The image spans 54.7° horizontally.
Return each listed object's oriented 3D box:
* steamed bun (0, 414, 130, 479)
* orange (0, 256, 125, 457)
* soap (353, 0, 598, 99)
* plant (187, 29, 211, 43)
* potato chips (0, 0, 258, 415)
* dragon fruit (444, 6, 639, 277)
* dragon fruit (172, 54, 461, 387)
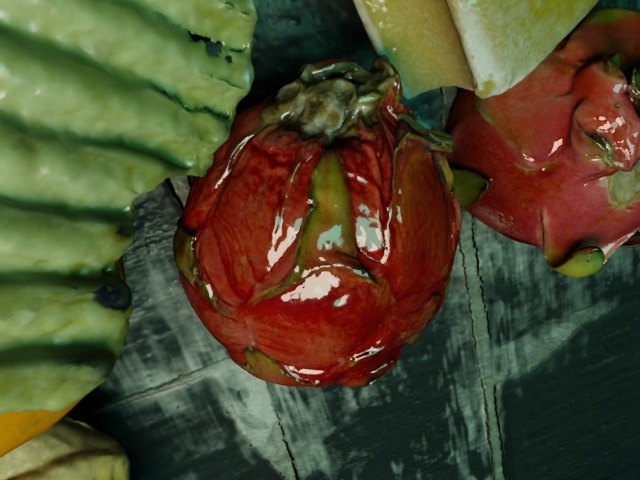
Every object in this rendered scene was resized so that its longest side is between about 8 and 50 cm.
[{"bbox_3d":[-0.347,0.327,0.644,0.324,0.230,0.372,-9,140,5],"label":"steamed bun"},{"bbox_3d":[-0.316,0.036,0.501,0.312,0.312,0.312,-8,118,-16],"label":"orange"},{"bbox_3d":[0.127,-0.332,0.514,0.293,0.156,0.335,-47,127,-23],"label":"soap"},{"bbox_3d":[-0.119,-0.289,0.487,0.141,0.164,0.256,-7,131,-13],"label":"plant"},{"bbox_3d":[-0.216,-0.109,0.355,0.389,0.097,0.373,38,68,-33],"label":"potato chips"},{"bbox_3d":[0.305,-0.102,0.695,0.305,0.226,0.305,-9,117,-18],"label":"dragon fruit"},{"bbox_3d":[0.000,0.000,0.608,0.277,0.277,0.342,-22,141,-8],"label":"dragon fruit"}]
